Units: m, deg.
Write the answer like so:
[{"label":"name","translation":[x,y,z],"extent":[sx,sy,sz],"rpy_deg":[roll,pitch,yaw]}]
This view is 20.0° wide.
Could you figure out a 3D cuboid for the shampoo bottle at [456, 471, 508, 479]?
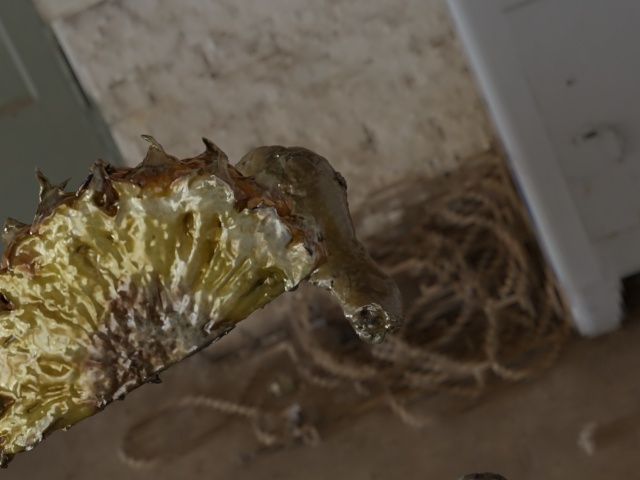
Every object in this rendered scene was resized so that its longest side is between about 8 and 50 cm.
[{"label":"shampoo bottle","translation":[0.134,0.297,1.414],"extent":[0.129,0.084,0.323],"rpy_deg":[-25,23,16]}]

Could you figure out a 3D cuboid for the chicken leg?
[{"label":"chicken leg","translation":[-0.001,-0.002,1.301],"extent":[0.085,0.069,0.198],"rpy_deg":[-41,54,2]}]

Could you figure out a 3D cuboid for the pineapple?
[{"label":"pineapple","translation":[-0.118,0.014,1.010],"extent":[0.233,0.135,0.079],"rpy_deg":[-35,6,13]}]
